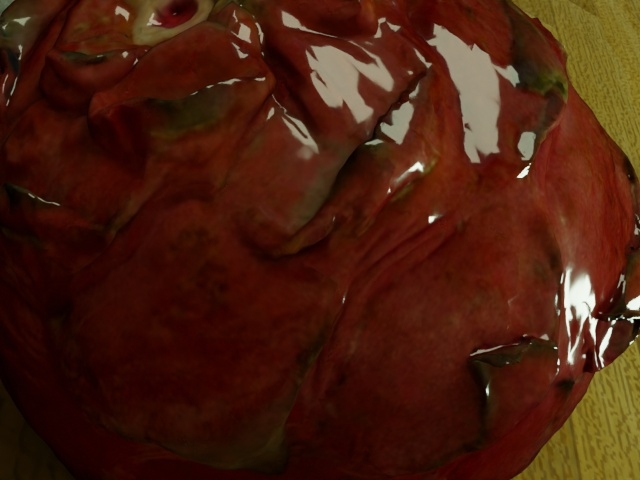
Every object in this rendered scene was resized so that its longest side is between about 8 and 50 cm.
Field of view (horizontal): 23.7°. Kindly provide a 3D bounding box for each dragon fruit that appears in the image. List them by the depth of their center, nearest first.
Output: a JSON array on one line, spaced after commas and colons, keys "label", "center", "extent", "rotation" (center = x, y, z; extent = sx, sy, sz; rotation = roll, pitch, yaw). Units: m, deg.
[{"label": "dragon fruit", "center": [-0.008, -0.006, 0.546], "extent": [0.241, 0.241, 0.252], "rotation": [43, 12, 21]}]

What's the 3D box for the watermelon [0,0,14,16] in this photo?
[{"label": "watermelon", "center": [-0.184, -0.137, 0.792], "extent": [0.207, 0.136, 0.202], "rotation": [39, 40, -79]}]
